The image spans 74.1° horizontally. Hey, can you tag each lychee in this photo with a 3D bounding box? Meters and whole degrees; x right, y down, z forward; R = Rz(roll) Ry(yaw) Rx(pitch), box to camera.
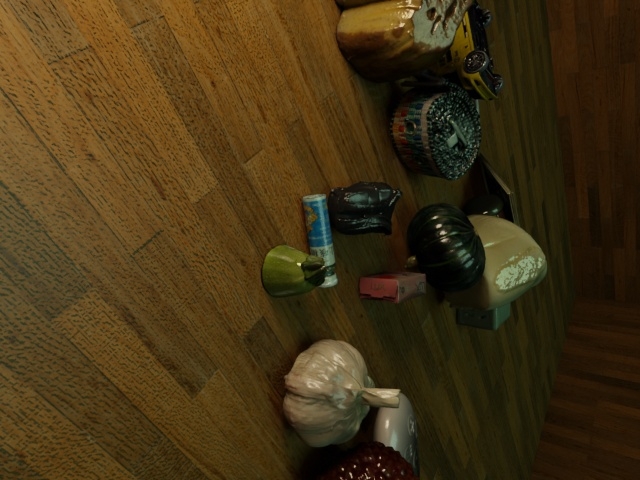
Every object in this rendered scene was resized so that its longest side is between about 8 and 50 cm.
[{"bbox_3d":[0.092,0.553,0.876,0.264,0.300,0.264,-21,144,-16],"label":"lychee"}]

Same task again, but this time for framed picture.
[{"bbox_3d":[0.639,-0.157,1.520,0.296,0.019,0.232,-96,160,-53],"label":"framed picture"}]

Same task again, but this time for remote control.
[{"bbox_3d":[0.198,0.556,1.094,0.221,0.104,0.331,-32,118,-61],"label":"remote control"}]

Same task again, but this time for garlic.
[{"bbox_3d":[0.051,0.302,0.831,0.219,0.212,0.218,4,85,-54],"label":"garlic"}]

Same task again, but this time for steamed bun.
[{"bbox_3d":[0.508,0.052,1.313,0.290,0.273,0.272,-33,103,-23],"label":"steamed bun"}]

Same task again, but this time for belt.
[{"bbox_3d":[0.293,-0.290,1.121,0.295,0.161,0.206,31,87,-45],"label":"belt"}]

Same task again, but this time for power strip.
[{"bbox_3d":[0.600,0.217,1.529,0.224,0.140,0.139,-15,103,-49],"label":"power strip"}]

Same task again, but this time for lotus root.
[{"bbox_3d":[0.166,-0.515,0.916,0.316,0.250,0.315,-10,106,-40],"label":"lotus root"}]

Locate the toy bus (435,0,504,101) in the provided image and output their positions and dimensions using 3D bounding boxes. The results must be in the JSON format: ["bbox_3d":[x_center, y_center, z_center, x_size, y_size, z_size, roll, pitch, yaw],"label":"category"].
[{"bbox_3d":[0.399,-0.536,1.182,0.145,0.151,0.331,17,65,-47],"label":"toy bus"}]

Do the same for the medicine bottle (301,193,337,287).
[{"bbox_3d":[0.000,0.000,0.871,0.051,0.051,0.191,-24,110,-46],"label":"medicine bottle"}]

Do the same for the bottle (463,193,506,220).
[{"bbox_3d":[0.604,-0.026,1.522,0.156,0.143,0.271,-98,161,-60],"label":"bottle"}]

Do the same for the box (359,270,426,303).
[{"bbox_3d":[0.181,0.112,1.047,0.156,0.111,0.059,-7,98,-51],"label":"box"}]

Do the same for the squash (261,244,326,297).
[{"bbox_3d":[-0.028,0.060,0.778,0.105,0.132,0.105,-2,93,-48],"label":"squash"}]

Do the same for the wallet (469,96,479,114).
[{"bbox_3d":[0.513,-0.448,1.420,0.124,0.032,0.182,63,31,-52],"label":"wallet"}]

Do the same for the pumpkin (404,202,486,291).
[{"bbox_3d":[0.324,0.025,1.134,0.249,0.216,0.250,61,7,-12],"label":"pumpkin"}]

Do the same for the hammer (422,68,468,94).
[{"bbox_3d":[0.350,-0.464,1.260,0.427,0.044,0.152,-3,94,-49],"label":"hammer"}]

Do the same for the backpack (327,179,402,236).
[{"bbox_3d":[0.088,-0.074,0.930,0.165,0.106,0.119,1,114,-34],"label":"backpack"}]

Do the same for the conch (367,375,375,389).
[{"bbox_3d":[0.097,0.364,1.010,0.076,0.057,0.085,-15,104,-35],"label":"conch"}]
